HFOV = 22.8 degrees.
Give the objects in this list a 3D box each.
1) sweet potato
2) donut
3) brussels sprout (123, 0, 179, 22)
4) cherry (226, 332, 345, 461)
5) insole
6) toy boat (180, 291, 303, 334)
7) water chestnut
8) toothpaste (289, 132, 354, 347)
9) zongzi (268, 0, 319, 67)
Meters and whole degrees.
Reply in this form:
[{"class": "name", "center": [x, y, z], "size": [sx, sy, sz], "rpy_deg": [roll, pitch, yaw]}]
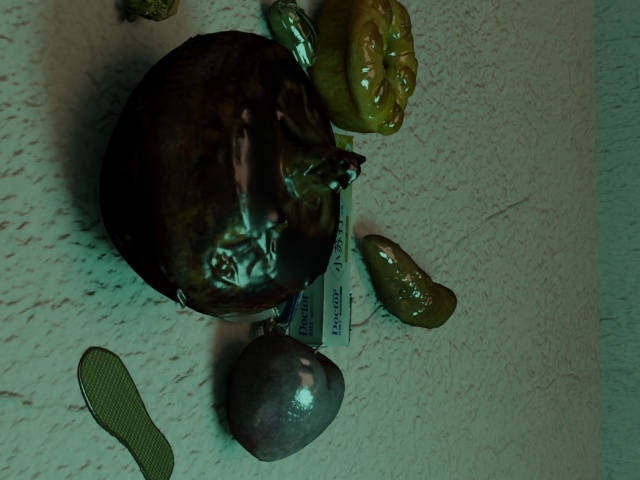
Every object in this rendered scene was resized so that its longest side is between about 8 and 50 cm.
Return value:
[{"class": "sweet potato", "center": [0.147, 0.087, 2.595], "size": [0.341, 0.092, 0.114], "rpy_deg": [38, 32, -59]}, {"class": "donut", "center": [0.068, -0.271, 2.392], "size": [0.226, 0.113, 0.227], "rpy_deg": [1, 89, -64]}, {"class": "brussels sprout", "center": [-0.198, -0.287, 1.887], "size": [0.085, 0.085, 0.058], "rpy_deg": [-52, 128, -52]}, {"class": "cherry", "center": [-0.050, 0.208, 2.124], "size": [0.176, 0.140, 0.176], "rpy_deg": [-29, 137, -31]}, {"class": "insole", "center": [-0.228, 0.212, 1.900], "size": [0.253, 0.005, 0.086], "rpy_deg": [63, 37, -44]}, {"class": "toy boat", "center": [-0.101, 0.038, 2.106], "size": [0.291, 0.067, 0.220], "rpy_deg": [-11, 101, -61]}, {"class": "water chestnut", "center": [-0.085, -0.072, 1.854], "size": [0.350, 0.302, 0.350], "rpy_deg": [-4, 90, -66]}, {"class": "toothpaste", "center": [0.000, 0.000, 2.309], "size": [0.089, 0.071, 0.313], "rpy_deg": [4, 87, -60]}, {"class": "zongzi", "center": [-0.037, -0.316, 2.249], "size": [0.119, 0.055, 0.109], "rpy_deg": [-79, 153, -47]}]
